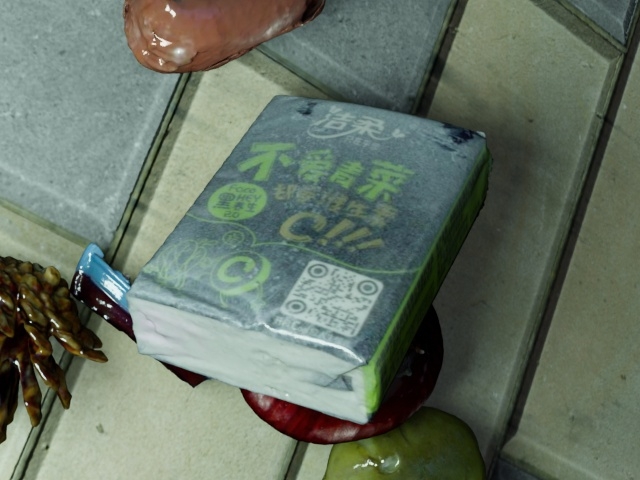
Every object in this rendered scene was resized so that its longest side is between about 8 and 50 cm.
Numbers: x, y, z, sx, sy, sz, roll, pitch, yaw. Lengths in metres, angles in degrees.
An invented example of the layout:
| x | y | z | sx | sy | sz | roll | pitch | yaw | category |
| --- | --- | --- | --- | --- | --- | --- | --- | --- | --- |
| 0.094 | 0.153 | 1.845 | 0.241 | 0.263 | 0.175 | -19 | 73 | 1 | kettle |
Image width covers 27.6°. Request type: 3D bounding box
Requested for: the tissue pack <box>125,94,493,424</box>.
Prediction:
| x | y | z | sx | sy | sz | roll | pitch | yaw | category |
| --- | --- | --- | --- | --- | --- | --- | --- | --- | --- |
| 0.000 | 0.000 | 1.475 | 0.124 | 0.288 | 0.394 | 87 | 25 | -42 | tissue pack |

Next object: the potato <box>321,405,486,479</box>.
| x | y | z | sx | sy | sz | roll | pitch | yaw | category |
| --- | --- | --- | --- | --- | --- | --- | --- | --- | --- |
| 0.109 | 0.308 | 1.677 | 0.228 | 0.148 | 0.197 | 9 | 77 | -29 | potato |

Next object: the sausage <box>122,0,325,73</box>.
| x | y | z | sx | sy | sz | roll | pitch | yaw | category |
| --- | --- | --- | --- | --- | --- | --- | --- | --- | --- |
| -0.112 | -0.291 | 1.553 | 0.279 | 0.152 | 0.152 | -29 | 104 | -32 | sausage |

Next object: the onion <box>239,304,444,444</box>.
| x | y | z | sx | sy | sz | roll | pitch | yaw | category |
| --- | --- | --- | --- | --- | --- | --- | --- | --- | --- |
| 0.028 | 0.111 | 1.566 | 0.273 | 0.285 | 0.273 | 6 | 70 | -17 | onion |

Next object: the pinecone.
| x | y | z | sx | sy | sz | roll | pitch | yaw | category |
| --- | --- | --- | --- | --- | --- | --- | --- | --- | --- |
| -0.349 | 0.106 | 1.349 | 0.229 | 0.202 | 0.201 | 37 | 67 | -11 | pinecone |

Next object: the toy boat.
| x | y | z | sx | sy | sz | roll | pitch | yaw | category |
| --- | --- | --- | --- | --- | --- | --- | --- | --- | --- |
| -0.191 | 0.079 | 1.512 | 0.223 | 0.100 | 0.097 | 43 | 75 | -27 | toy boat |
